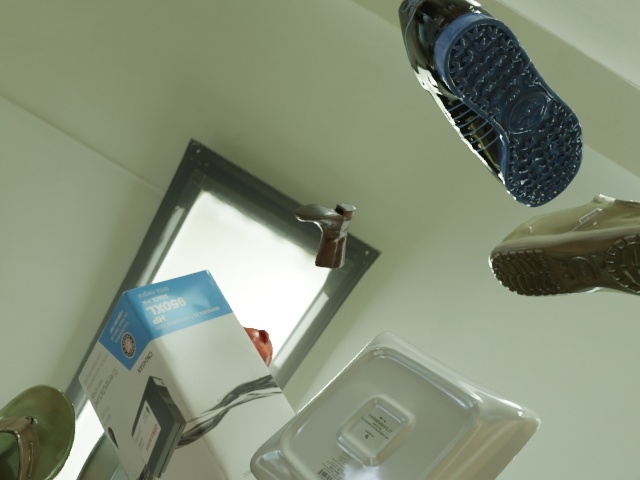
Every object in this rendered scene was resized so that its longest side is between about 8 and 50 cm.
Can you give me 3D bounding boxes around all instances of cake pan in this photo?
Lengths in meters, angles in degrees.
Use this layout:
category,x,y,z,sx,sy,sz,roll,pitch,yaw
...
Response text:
category,x,y,z,sx,sy,sz,roll,pitch,yaw
cake pan,-0.401,0.481,1.242,0.054,0.293,0.293,17,-67,6

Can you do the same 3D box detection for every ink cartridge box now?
category,x,y,z,sx,sy,sz,roll,pitch,yaw
ink cartridge box,-0.200,0.293,1.042,0.395,0.166,0.285,55,-48,20

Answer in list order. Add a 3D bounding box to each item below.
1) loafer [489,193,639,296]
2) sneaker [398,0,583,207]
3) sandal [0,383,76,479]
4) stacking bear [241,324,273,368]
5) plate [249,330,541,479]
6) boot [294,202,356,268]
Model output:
category,x,y,z,sx,sy,sz,roll,pitch,yaw
loafer,0.303,-0.001,0.655,0.269,0.092,0.102,-2,-47,39
sneaker,0.142,-0.116,0.535,0.081,0.090,0.232,-39,-44,10
sandal,-0.411,0.294,0.835,0.120,0.303,0.086,31,-60,-2
stacking bear,-0.163,0.312,1.283,0.164,0.175,0.289,11,-95,-38
plate,0.072,0.239,0.795,0.278,0.277,0.045,-41,-54,-19
boot,0.000,0.000,1.006,0.106,0.037,0.114,-3,-55,-26
